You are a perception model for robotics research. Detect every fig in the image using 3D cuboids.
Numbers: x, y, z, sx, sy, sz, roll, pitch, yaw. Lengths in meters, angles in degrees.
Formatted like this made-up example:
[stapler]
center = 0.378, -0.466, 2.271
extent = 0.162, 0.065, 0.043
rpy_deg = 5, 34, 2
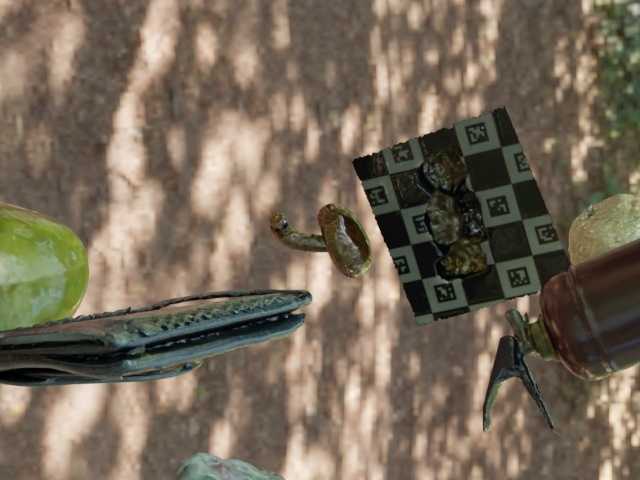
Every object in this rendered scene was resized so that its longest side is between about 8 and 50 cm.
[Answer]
[fig]
center = -0.444, 0.061, 1.778
extent = 0.326, 0.258, 0.258
rpy_deg = -27, 115, -44

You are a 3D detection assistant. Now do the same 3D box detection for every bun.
[bun]
center = 0.456, 0.040, 1.953
extent = 0.244, 0.153, 0.243
rpy_deg = 52, 24, -34

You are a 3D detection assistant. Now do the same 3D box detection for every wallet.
[wallet]
center = -0.187, 0.100, 1.379
extent = 0.342, 0.237, 0.075
rpy_deg = -10, 95, -61

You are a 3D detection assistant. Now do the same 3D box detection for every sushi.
[sushi]
center = 0.165, -0.031, 1.568
extent = 0.215, 0.192, 0.050
rpy_deg = 67, 21, -13

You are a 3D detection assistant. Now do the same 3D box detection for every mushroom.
[mushroom]
center = 0.007, -0.007, 1.573
extent = 0.072, 0.130, 0.088
rpy_deg = -56, -161, 32

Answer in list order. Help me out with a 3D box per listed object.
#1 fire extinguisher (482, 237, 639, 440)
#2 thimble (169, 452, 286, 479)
[fire extinguisher]
center = 0.282, 0.065, 1.168
extent = 0.102, 0.344, 0.138
rpy_deg = 31, 37, -66
[thimble]
center = -0.062, 0.303, 1.289
extent = 0.185, 0.211, 0.149
rpy_deg = 22, 92, -49
